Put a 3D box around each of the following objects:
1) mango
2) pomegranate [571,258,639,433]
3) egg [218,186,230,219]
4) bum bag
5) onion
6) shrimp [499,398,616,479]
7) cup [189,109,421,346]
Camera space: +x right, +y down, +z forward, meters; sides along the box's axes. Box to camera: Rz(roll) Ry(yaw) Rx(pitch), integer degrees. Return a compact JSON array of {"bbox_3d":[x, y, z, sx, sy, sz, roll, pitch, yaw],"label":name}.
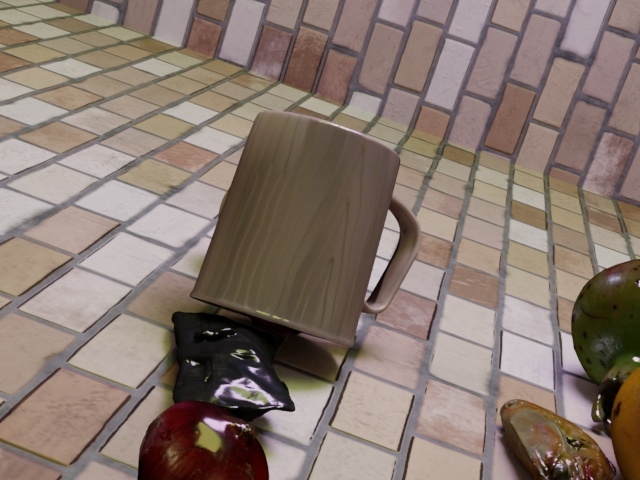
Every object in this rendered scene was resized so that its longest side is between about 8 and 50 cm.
[{"bbox_3d":[0.442,0.267,1.456,0.177,0.120,0.295,26,40,-7],"label":"mango"},{"bbox_3d":[0.494,0.166,1.715,0.242,0.242,0.306,15,37,-11],"label":"pomegranate"},{"bbox_3d":[-0.034,-0.014,1.744,0.241,0.186,0.186,24,15,-17],"label":"egg"},{"bbox_3d":[-0.106,0.142,1.373,0.137,0.074,0.310,14,15,-11],"label":"bum bag"},{"bbox_3d":[-0.106,0.209,1.079,0.131,0.131,0.131,17,17,-5],"label":"onion"},{"bbox_3d":[0.297,0.266,1.436,0.154,0.062,0.294,24,15,-2],"label":"shrimp"},{"bbox_3d":[0.002,-0.001,1.533,0.288,0.273,0.208,17,-6,-9],"label":"cup"}]
